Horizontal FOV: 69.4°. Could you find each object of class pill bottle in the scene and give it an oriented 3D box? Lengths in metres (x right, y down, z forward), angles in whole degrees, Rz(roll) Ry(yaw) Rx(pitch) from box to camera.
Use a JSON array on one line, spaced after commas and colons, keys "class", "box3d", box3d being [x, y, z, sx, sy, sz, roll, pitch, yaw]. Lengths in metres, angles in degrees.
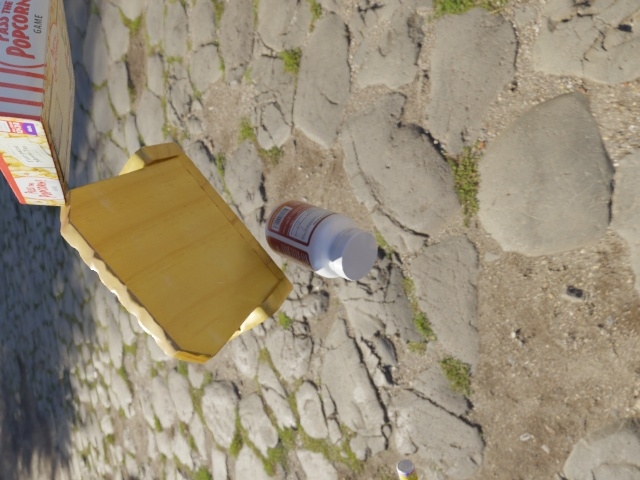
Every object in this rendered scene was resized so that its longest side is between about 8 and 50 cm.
[{"class": "pill bottle", "box3d": [0.217, 0.583, 1.132, 0.043, 0.043, 0.084, -2, 111, 48]}, {"class": "pill bottle", "box3d": [0.000, 0.000, 0.884, 0.216, 0.121, 0.121, 22, 112, 45]}]

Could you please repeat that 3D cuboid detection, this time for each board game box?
[{"class": "board game box", "box3d": [-0.249, -0.129, 0.405, 0.193, 0.045, 0.147, 149, 120, -62]}]

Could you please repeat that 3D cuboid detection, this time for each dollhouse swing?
[{"class": "dollhouse swing", "box3d": [-0.276, 0.058, 0.795, 0.315, 0.305, 0.347, -34, 98, 40]}]
